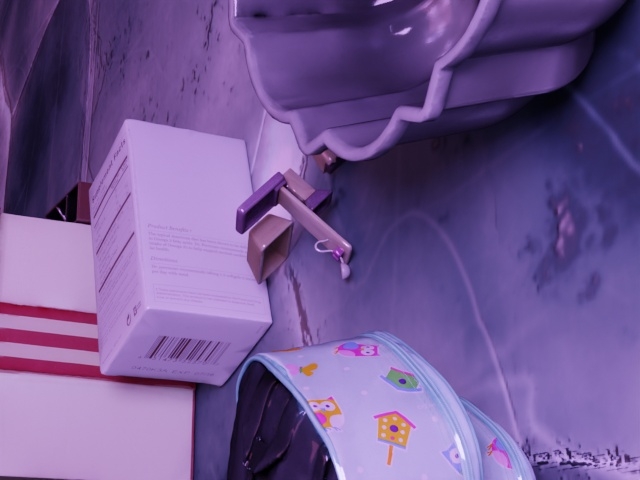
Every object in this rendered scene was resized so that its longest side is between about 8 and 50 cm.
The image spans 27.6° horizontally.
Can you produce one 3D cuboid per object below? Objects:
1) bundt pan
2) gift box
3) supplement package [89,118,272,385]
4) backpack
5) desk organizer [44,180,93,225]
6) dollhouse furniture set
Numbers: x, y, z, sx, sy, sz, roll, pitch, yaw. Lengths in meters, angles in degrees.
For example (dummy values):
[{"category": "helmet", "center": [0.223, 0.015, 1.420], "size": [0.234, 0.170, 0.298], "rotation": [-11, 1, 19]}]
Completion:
[{"category": "bundt pan", "center": [0.061, -0.206, 0.681], "size": [0.331, 0.124, 0.331], "rotation": [13, 105, 62]}, {"category": "gift box", "center": [-0.274, 0.127, 1.148], "size": [0.276, 0.258, 0.255], "rotation": [-37, 50, 54]}, {"category": "supplement package", "center": [-0.115, 0.010, 1.031], "size": [0.105, 0.105, 0.179], "rotation": [-52, 38, 46]}, {"category": "backpack", "center": [0.026, 0.140, 0.648], "size": [0.166, 0.144, 0.188], "rotation": [-139, 38, -62]}, {"category": "desk organizer", "center": [-0.251, -0.021, 1.380], "size": [0.130, 0.050, 0.047], "rotation": [-30, 56, 58]}, {"category": "dollhouse furniture set", "center": [0.000, 0.000, 0.911], "size": [0.081, 0.091, 0.114], "rotation": [42, 158, 13]}]
